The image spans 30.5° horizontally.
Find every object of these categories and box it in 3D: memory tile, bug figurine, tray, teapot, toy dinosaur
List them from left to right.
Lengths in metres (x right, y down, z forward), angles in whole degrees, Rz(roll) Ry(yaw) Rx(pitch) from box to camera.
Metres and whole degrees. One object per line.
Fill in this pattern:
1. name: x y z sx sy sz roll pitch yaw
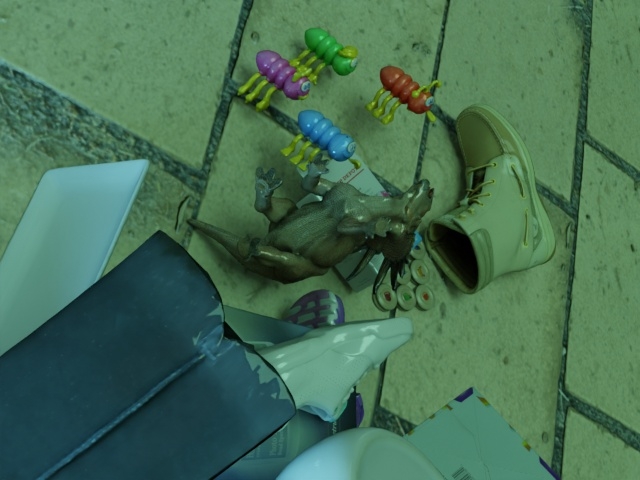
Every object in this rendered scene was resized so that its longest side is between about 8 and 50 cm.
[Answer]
1. tray: -0.271 0.030 1.211 0.030 0.145 0.270 58 39 -44
2. toy dinosaur: 0.000 0.000 1.420 0.200 0.295 0.127 64 14 -63
3. bug figurine: 0.025 -0.196 1.548 0.216 0.072 0.279 38 41 15
4. teapot: 0.024 0.306 1.064 0.256 0.187 0.252 61 25 7
5. memory tile: 0.107 0.026 1.618 0.113 0.012 0.148 4 68 -40

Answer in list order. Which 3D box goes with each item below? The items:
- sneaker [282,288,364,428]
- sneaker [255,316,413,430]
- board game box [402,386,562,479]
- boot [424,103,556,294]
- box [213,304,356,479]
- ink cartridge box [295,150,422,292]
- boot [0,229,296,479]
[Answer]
1. sneaker: 0.006 0.178 1.414 0.104 0.095 0.236 21 63 -41
2. sneaker: 0.015 0.136 1.207 0.212 0.080 0.094 -15 91 -39
3. board game box: 0.111 0.313 1.288 0.144 0.275 0.142 47 43 16
4. boot: 0.224 -0.063 1.707 0.203 0.095 0.262 -20 89 -43
5. box: -0.124 0.230 1.210 0.294 0.182 0.296 17 61 -34
6. ink cartridge box: 0.036 -0.037 1.541 0.181 0.061 0.104 53 50 -4
7. boot: -0.292 0.131 0.975 0.445 0.146 0.367 -34 98 -9
